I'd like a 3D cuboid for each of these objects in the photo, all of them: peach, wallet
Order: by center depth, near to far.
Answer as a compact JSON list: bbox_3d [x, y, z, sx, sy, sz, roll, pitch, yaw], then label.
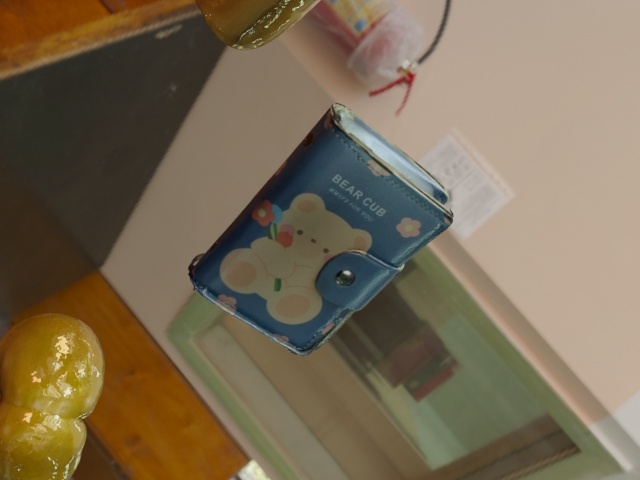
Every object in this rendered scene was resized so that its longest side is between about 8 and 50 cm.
[{"bbox_3d":[0.000,0.000,0.666,0.202,0.141,0.059,-46,-160,26],"label":"wallet"},{"bbox_3d":[-0.276,0.160,0.786,0.103,0.179,0.179,13,145,-23],"label":"peach"}]

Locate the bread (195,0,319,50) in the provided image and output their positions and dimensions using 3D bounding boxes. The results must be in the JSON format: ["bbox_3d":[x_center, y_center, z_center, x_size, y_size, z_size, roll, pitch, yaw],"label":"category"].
[{"bbox_3d":[-0.002,-0.285,0.663,0.091,0.142,0.305,-19,173,-45],"label":"bread"}]
